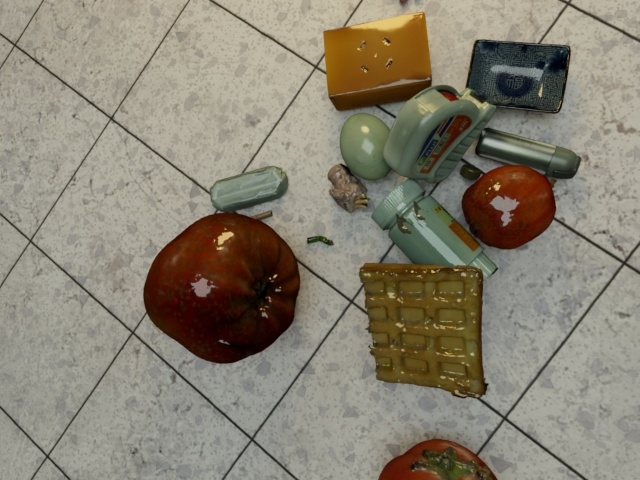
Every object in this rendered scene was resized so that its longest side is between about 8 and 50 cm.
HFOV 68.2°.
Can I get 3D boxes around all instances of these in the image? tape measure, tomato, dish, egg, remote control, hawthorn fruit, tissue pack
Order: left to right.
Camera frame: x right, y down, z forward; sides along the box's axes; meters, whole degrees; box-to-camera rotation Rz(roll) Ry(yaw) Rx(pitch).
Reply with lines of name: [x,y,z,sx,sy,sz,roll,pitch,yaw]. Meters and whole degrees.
hawthorn fruit: [-0.266,0.123,1.256,0.402,0.403,0.403,-1,85,13]
remote control: [-0.217,-0.155,1.413,0.247,0.052,0.104,-16,84,9]
egg: [0.129,-0.257,1.290,0.149,0.149,0.192,-21,78,11]
tissue pack: [0.159,-0.485,1.305,0.274,0.145,0.195,-5,86,12]
tape measure: [0.286,-0.274,1.189,0.125,0.246,0.243,54,127,38]
tomato: [0.286,0.646,1.108,0.321,0.321,0.322,-1,85,13]
dish: [0.513,-0.423,1.251,0.243,0.080,0.182,10,88,13]
hawthorn fruit: [0.486,-0.094,1.179,0.253,0.205,0.205,-32,79,0]

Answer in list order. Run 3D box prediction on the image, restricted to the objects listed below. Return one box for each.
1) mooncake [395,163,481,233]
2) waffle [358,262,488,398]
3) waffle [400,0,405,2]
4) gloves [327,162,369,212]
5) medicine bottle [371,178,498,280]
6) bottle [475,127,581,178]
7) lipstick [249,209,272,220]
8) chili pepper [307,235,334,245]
mooncake: [0.306,-0.119,1.174,0.346,0.057,0.150,-22,35,-24]
waffle: [0.260,0.217,1.179,0.304,0.077,0.348,1,110,23]
waffle: [0.268,-0.812,1.352,0.234,0.055,0.221,-34,81,13]
gloves: [0.071,-0.144,1.323,0.094,0.110,0.144,-31,51,17]
medicine bottle: [0.294,0.000,1.229,0.158,0.158,0.318,-43,78,7]
bottle: [0.534,-0.221,1.226,0.253,0.079,0.096,20,49,13]
lipstick: [-0.189,-0.069,1.415,0.094,0.019,0.019,-16,82,11]
chili pepper: [0.000,0.000,1.367,0.083,0.022,0.027,6,54,14]
